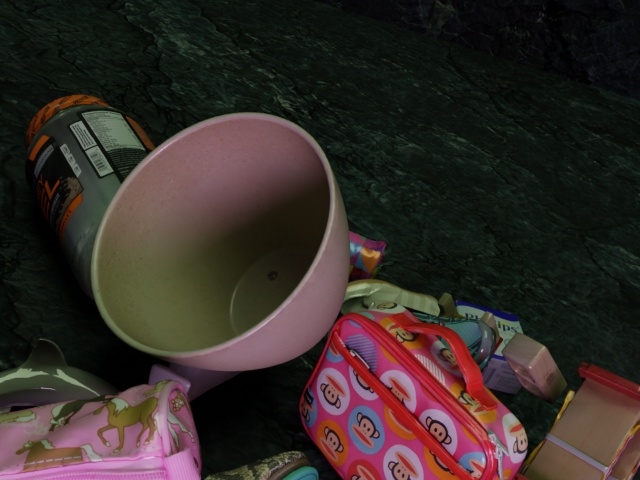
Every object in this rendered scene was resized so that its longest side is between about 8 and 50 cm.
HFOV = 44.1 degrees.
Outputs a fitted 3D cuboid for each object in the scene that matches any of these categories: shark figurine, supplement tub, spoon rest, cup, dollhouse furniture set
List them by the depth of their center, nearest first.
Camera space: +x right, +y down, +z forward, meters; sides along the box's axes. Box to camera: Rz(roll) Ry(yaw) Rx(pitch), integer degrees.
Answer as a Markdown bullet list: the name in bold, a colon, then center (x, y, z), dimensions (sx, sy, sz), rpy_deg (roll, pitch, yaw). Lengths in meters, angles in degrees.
- **shark figurine**: center (-0.365, 0.174, 0.952), dimensions (0.278, 0.116, 0.166), rpy_deg (-5, 40, -39)
- **cup**: center (-0.092, 0.037, 1.034), dimensions (0.331, 0.331, 0.237), rpy_deg (52, 1, 38)
- **spoon rest**: center (-0.172, 0.164, 1.130), dimensions (0.137, 0.084, 0.276), rpy_deg (28, 19, 6)
- **dollhouse furniture set**: center (0.289, 0.256, 1.163), dimensions (0.374, 0.152, 0.201), rpy_deg (25, 71, 45)
- **supplement tub**: center (-0.332, -0.073, 1.238), dimensions (0.207, 0.207, 0.338), rpy_deg (-6, 41, -37)

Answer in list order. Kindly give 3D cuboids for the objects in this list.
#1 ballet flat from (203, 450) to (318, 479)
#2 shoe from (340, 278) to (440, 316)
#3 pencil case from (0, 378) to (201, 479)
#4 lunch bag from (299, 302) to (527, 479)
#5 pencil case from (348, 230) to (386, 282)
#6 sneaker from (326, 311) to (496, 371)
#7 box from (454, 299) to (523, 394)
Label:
- **ballet flat**: center (-0.159, 0.363, 0.777), dimensions (0.181, 0.164, 0.483), rpy_deg (13, 32, 15)
- **shoe**: center (0.122, 0.117, 1.359), dimensions (0.218, 0.077, 0.058), rpy_deg (9, 30, -23)
- **pencil case**: center (-0.300, 0.229, 0.746), dimensions (0.385, 0.160, 0.167), rpy_deg (-8, 34, -3)
- **lunch bag**: center (0.120, 0.227, 1.028), dimensions (0.120, 0.258, 0.293), rpy_deg (-9, 42, -45)
- **pencil case**: center (0.000, 0.000, 1.438), dimensions (0.236, 0.104, 0.104), rpy_deg (27, 33, 4)
- **sneaker**: center (0.123, 0.154, 1.155), dimensions (0.125, 0.261, 0.104), rpy_deg (45, 43, -44)
- **box**: center (0.284, 0.183, 1.365), dimensions (0.126, 0.072, 0.137), rpy_deg (15, 33, -13)
